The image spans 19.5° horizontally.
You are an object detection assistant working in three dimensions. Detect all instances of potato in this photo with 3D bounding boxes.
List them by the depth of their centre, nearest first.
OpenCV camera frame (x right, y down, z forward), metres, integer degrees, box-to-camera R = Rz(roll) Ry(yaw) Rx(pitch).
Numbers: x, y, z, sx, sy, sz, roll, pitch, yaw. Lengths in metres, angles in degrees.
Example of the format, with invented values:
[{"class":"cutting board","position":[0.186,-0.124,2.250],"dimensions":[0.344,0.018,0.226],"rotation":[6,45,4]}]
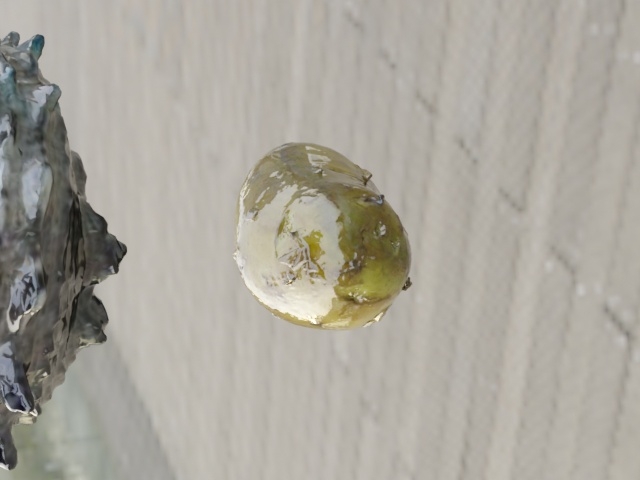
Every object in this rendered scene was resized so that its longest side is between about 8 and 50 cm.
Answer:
[{"class":"potato","position":[0.000,0.000,1.430],"dimensions":[0.176,0.137,0.137],"rotation":[-114,25,-64]}]

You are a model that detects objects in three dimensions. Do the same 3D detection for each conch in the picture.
[{"class":"conch","position":[-0.249,-0.007,1.157],"dimensions":[0.241,0.186,0.313],"rotation":[-15,81,34]}]
